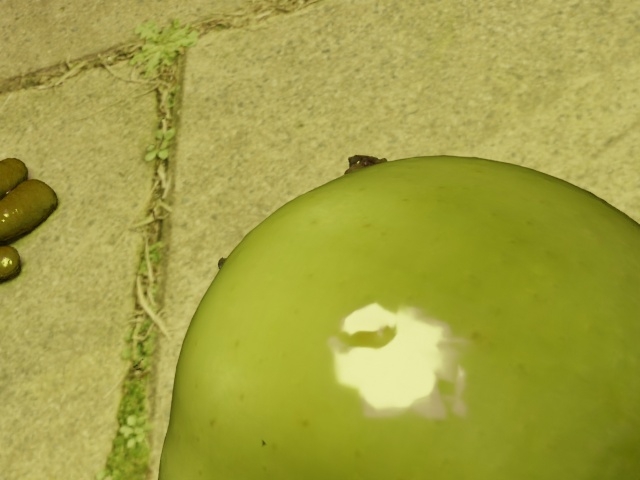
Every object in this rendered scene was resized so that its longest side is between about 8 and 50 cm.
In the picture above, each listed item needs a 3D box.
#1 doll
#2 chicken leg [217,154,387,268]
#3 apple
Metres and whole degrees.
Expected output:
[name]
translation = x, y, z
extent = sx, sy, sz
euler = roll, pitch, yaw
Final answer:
[doll]
translation = -0.363, 0.002, 1.197
extent = 0.209, 0.097, 0.137
euler = -36, 78, -25
[chicken leg]
translation = 0.004, 0.003, 1.015
extent = 0.196, 0.080, 0.125
euler = -45, 37, -12
[apple]
translation = 0.088, 0.122, 0.707
extent = 0.357, 0.357, 0.357
euler = -13, 51, 16
